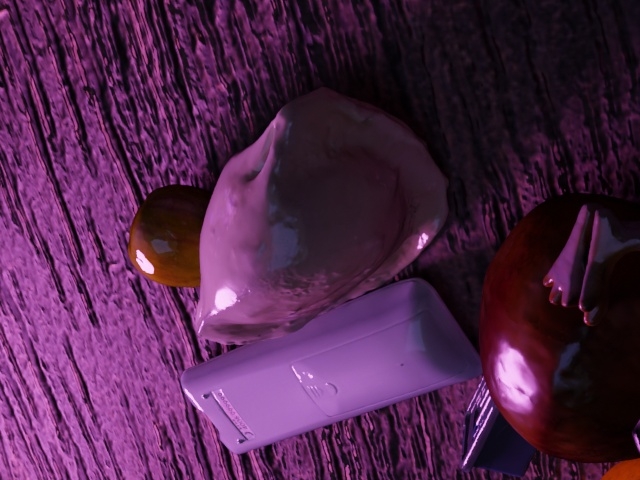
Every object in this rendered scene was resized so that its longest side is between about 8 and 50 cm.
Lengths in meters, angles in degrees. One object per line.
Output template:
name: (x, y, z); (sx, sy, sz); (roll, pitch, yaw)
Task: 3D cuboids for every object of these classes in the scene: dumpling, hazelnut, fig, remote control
dumpling: (0.000, 0.000, 0.825); (0.179, 0.131, 0.252); (5, 126, -32)
hazelnut: (0.189, 0.069, 0.757); (0.178, 0.178, 0.204); (-6, 143, 28)
fig: (-0.082, 0.000, 0.909); (0.166, 0.093, 0.093); (6, 130, -23)
remote control: (0.000, 0.121, 0.941); (0.293, 0.051, 0.103); (-24, 108, 35)

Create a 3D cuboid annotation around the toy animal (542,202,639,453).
toy animal: (0.284, -0.011, 0.589); (0.302, 0.225, 0.284); (1, 93, 1)

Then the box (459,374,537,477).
box: (0.154, 0.144, 0.872); (0.054, 0.074, 0.099); (18, 126, 1)

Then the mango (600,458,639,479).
mango: (0.308, 0.212, 0.762); (0.290, 0.191, 0.160); (-12, 71, 55)
